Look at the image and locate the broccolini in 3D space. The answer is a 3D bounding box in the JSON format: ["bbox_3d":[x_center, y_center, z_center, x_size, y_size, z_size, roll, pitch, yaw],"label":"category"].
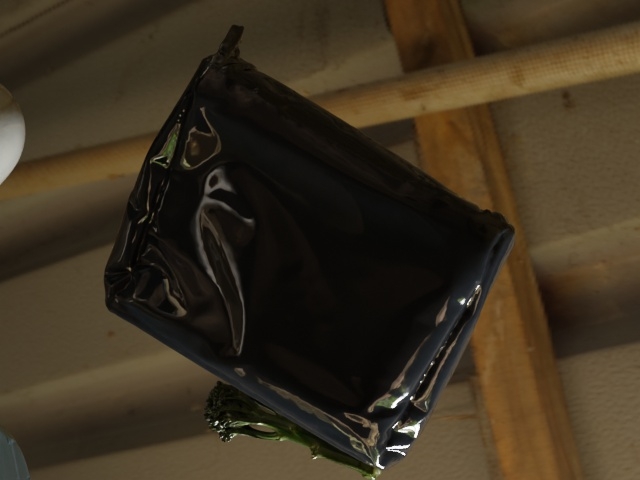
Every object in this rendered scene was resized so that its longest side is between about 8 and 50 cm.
[{"bbox_3d":[-0.036,0.223,1.180,0.216,0.058,0.067,23,-49,22],"label":"broccolini"}]

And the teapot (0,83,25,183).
[{"bbox_3d":[-0.334,-0.088,0.834,0.300,0.208,0.165,-7,-87,50],"label":"teapot"}]

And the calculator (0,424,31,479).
[{"bbox_3d":[-0.368,0.278,1.159,0.042,0.302,0.188,-22,-113,3],"label":"calculator"}]

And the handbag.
[{"bbox_3d":[0.001,0.000,0.875,0.302,0.178,0.275,31,-67,12],"label":"handbag"}]
